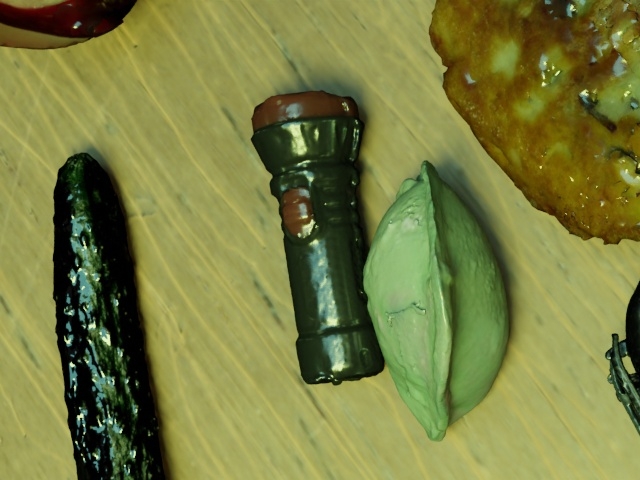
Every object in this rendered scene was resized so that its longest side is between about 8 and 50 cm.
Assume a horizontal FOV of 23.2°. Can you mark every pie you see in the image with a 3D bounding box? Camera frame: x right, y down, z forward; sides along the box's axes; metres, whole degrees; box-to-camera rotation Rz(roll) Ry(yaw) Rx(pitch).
[{"bbox_3d":[0.219,-0.144,1.130,0.308,0.085,0.308,-7,80,43],"label":"pie"}]

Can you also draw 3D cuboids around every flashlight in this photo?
[{"bbox_3d":[0.000,0.000,1.239,0.093,0.093,0.232,-10,82,19],"label":"flashlight"}]

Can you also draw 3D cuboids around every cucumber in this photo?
[{"bbox_3d":[-0.185,0.076,1.305,0.072,0.081,0.303,-4,75,-24],"label":"cucumber"}]

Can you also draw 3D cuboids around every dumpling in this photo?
[{"bbox_3d":[0.079,0.048,1.173,0.105,0.149,0.216,-4,90,30],"label":"dumpling"}]

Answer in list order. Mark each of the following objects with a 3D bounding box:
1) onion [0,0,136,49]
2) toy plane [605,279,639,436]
[{"bbox_3d":[-0.232,-0.334,1.248,0.341,0.341,0.341,-2,84,20],"label":"onion"},{"bbox_3d":[0.320,0.145,1.107,0.155,0.106,0.381,-27,71,4],"label":"toy plane"}]
